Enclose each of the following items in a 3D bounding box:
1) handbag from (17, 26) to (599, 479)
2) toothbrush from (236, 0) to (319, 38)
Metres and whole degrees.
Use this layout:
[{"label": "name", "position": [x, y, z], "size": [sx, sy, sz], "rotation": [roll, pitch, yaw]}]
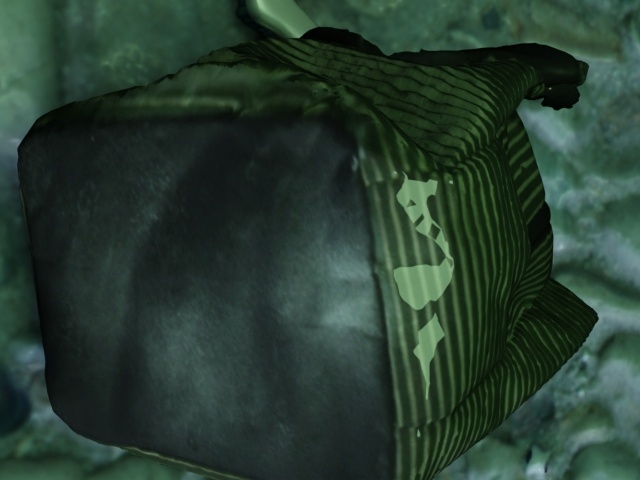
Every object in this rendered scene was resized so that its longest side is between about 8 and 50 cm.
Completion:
[{"label": "handbag", "position": [0.000, 0.000, 0.833], "size": [0.240, 0.340, 0.247], "rotation": [-18, 105, -43]}, {"label": "toothbrush", "position": [-0.148, -0.258, 0.879], "size": [0.418, 0.040, 0.042], "rotation": [42, 72, -24]}]
